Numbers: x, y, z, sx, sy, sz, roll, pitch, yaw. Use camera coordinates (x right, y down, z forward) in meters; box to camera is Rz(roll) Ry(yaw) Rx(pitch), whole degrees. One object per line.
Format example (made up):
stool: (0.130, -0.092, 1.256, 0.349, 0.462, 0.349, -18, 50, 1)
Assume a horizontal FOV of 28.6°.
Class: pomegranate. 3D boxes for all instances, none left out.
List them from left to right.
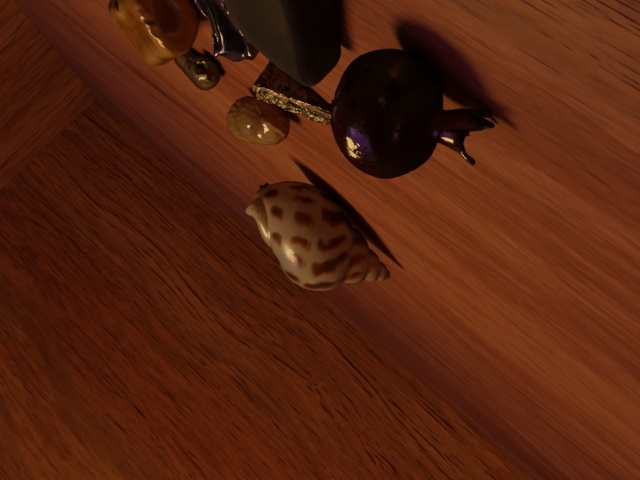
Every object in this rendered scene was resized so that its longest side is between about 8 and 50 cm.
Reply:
pomegranate: (0.084, -0.115, 1.247, 0.159, 0.129, 0.129, 35, 172, 5)

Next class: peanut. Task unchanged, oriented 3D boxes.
peanut: (-0.100, -0.192, 2.032, 0.082, 0.082, 0.187, 47, 172, -16)

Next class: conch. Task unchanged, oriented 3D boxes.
conch: (0.001, 0.000, 2.270, 0.149, 0.182, 0.275, -14, 134, 45)

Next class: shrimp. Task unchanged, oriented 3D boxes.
shrimp: (-0.235, -0.330, 2.166, 0.166, 0.049, 0.161, 54, 172, -13)

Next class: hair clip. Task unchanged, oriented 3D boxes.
hair clip: (-0.152, -0.316, 1.728, 0.124, 0.052, 0.195, 33, 162, 35)

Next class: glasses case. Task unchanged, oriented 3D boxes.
glasses case: (-0.048, -0.266, 1.303, 0.131, 0.074, 0.323, 42, 172, 12)

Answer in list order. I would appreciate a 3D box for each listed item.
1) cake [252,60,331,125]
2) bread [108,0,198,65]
cake: (-0.036, -0.193, 1.758, 0.140, 0.055, 0.051, 40, 165, 24)
bread: (-0.257, -0.347, 1.963, 0.142, 0.091, 0.305, 48, 172, -14)
